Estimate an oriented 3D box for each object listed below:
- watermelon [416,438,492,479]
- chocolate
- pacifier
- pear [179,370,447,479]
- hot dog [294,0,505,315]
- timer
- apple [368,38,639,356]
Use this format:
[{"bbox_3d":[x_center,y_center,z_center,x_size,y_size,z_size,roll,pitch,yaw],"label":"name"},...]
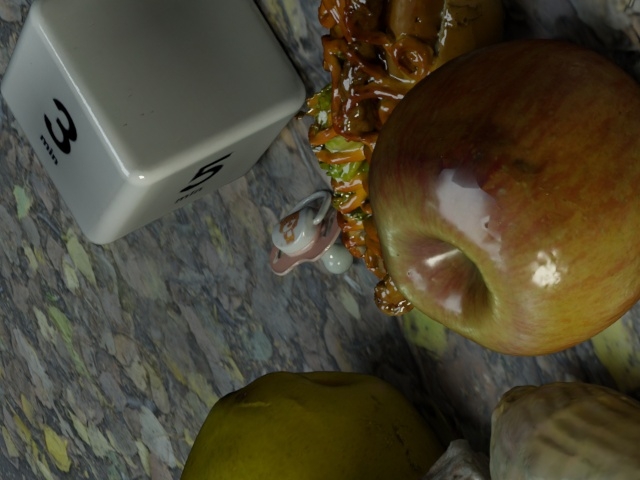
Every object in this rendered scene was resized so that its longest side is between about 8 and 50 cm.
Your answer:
[{"bbox_3d":[0.117,0.301,1.487,0.193,0.310,0.232,-117,21,-61],"label":"watermelon"},{"bbox_3d":[0.234,0.189,1.357,0.309,0.134,0.134,27,138,51],"label":"chocolate"},{"bbox_3d":[0.000,0.000,1.704,0.078,0.081,0.099,36,141,-26],"label":"pacifier"},{"bbox_3d":[-0.007,0.285,1.699,0.285,0.285,0.336,-13,62,64],"label":"pear"},{"bbox_3d":[0.057,-0.088,1.427,0.158,0.117,0.349,45,150,34],"label":"hot dog"},{"bbox_3d":[-0.157,-0.137,1.689,0.192,0.194,0.195,59,155,6],"label":"timer"},{"bbox_3d":[0.135,-0.030,1.247,0.211,0.188,0.211,34,146,27],"label":"apple"}]
